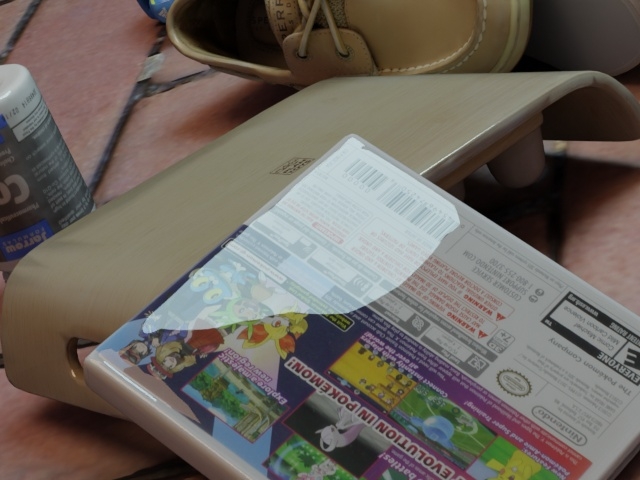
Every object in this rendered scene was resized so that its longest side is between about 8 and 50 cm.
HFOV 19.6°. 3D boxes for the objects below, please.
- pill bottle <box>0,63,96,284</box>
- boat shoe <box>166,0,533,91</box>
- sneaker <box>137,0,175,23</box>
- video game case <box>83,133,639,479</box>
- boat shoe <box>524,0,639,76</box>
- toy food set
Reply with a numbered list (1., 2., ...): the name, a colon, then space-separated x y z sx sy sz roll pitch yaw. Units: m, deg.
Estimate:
1. pill bottle: -0.183 -0.030 1.122 0.078 0.137 0.078 -20 25 10
2. boat shoe: 0.011 -0.139 1.167 0.098 0.109 0.302 -4 7 -35
3. sneaker: -0.096 -0.248 1.512 0.126 0.091 0.240 -18 27 13
4. video game case: 0.033 0.057 0.797 0.201 0.023 0.183 34 55 21
5. boat shoe: 0.139 -0.168 1.162 0.084 0.095 0.258 -38 30 -18
6. toy food set: 0.000 0.000 0.993 0.306 0.092 0.219 -33 22 -30
